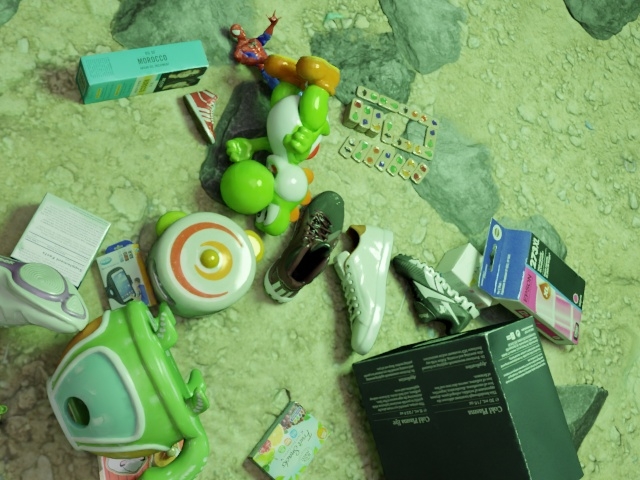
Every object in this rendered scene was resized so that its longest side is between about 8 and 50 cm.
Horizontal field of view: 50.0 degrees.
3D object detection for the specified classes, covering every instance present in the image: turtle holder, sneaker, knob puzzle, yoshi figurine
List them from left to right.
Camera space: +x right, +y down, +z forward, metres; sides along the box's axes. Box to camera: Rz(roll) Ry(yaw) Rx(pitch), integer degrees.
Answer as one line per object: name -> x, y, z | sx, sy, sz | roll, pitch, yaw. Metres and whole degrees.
sneaker -> -0.532, 0.100, 1.144 | 0.305, 0.114, 0.152 | 22, 106, 4
turtle holder -> -0.317, 0.273, 1.178 | 0.227, 0.243, 0.320 | -25, 116, -12
knob puzzle -> -0.304, 0.426, 1.237 | 0.213, 0.030, 0.213 | 7, 74, -24
sneaker -> -0.234, -0.264, 1.443 | 0.067, 0.042, 0.119 | -27, 87, -25
yoshi figurine -> -0.097, -0.193, 1.382 | 0.202, 0.203, 0.362 | 14, 94, 3
sneaker -> 0.000, 0.000, 1.413 | 0.106, 0.162, 0.281 | 34, 65, -13
sneaker -> 0.075, 0.100, 1.468 | 0.123, 0.106, 0.290 | 15, 63, -11
sneaker -> 0.243, 0.128, 1.540 | 0.234, 0.078, 0.106 | 39, 76, -4

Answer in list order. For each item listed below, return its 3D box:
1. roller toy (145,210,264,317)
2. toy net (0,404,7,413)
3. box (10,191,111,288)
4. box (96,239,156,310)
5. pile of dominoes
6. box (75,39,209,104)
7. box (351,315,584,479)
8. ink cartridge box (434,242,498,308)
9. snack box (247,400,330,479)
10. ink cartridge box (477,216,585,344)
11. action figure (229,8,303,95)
roller toy -> -0.224, 0.048, 1.307 | 0.209, 0.146, 0.191 | 22, 69, -19
toy net -> -0.643, 0.283, 1.112 | 0.232, 0.045, 0.122 | -22, 88, -26
box -> -0.470, 0.006, 1.246 | 0.126, 0.072, 0.137 | 28, 66, -15
box -> -0.365, 0.069, 1.279 | 0.081, 0.028, 0.136 | -20, 86, 13
pile of dominoes -> 0.173, -0.253, 1.630 | 0.251, 0.040, 0.196 | 18, 69, -19
box -> -0.356, -0.337, 1.374 | 0.244, 0.100, 0.060 | -17, 86, -27
box -> 0.274, 0.344, 1.334 | 0.178, 0.343, 0.313 | -8, 80, -45
ink cartridge box -> 0.347, 0.093, 1.590 | 0.143, 0.092, 0.090 | 43, 63, -11
snack box -> -0.061, 0.403, 1.351 | 0.100, 0.037, 0.141 | 45, 63, -10
ink cartridge box -> 0.506, 0.101, 1.614 | 0.371, 0.069, 0.176 | 32, 64, -34
action figure -> -0.089, -0.377, 1.492 | 0.280, 0.139, 0.091 | 47, 62, -4
